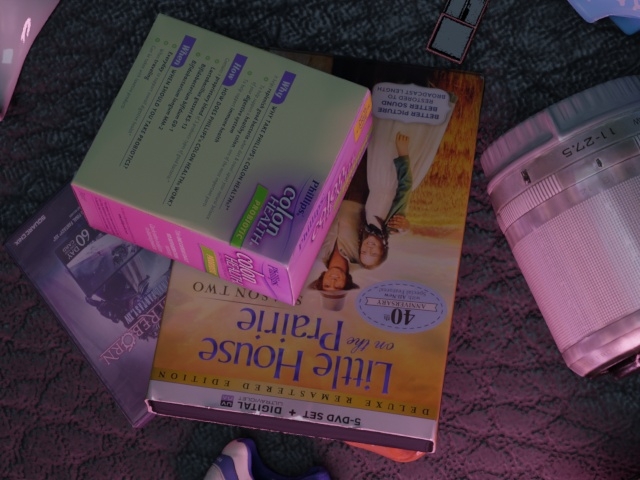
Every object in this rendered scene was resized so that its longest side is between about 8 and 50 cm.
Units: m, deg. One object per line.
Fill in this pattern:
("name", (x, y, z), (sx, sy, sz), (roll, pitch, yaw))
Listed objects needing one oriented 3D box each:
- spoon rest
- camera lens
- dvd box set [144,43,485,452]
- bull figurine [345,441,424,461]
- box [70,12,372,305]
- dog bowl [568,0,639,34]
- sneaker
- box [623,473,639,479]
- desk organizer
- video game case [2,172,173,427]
("spoon rest", (-0.352, -0.266, 1.973), (0.137, 0.084, 0.276), (12, 84, 3))
("camera lens", (0.313, -0.007, 1.838), (0.219, 0.219, 0.274), (-26, 79, 8))
("dvd box set", (0.000, 0.000, 1.874), (0.307, 0.062, 0.420), (8, 69, 5))
("bull figurine", (-0.010, 0.140, 1.956), (0.310, 0.101, 0.188), (19, 113, 0))
("box", (-0.097, -0.084, 1.816), (0.243, 0.117, 0.214), (20, 71, 11))
("dog bowl", (0.370, -0.238, 1.845), (0.297, 0.166, 0.074), (46, 128, -1))
("sneaker", (-0.001, 0.329, 1.977), (0.296, 0.112, 0.131), (27, 98, 1))
("box", (0.438, 0.331, 1.840), (0.322, 0.058, 0.232), (-23, 93, 7))
("desk organizer", (0.161, -0.260, 1.928), (0.047, 0.050, 0.130), (23, 98, 2))
("video game case", (-0.211, 0.041, 1.952), (0.196, 0.026, 0.274), (-42, 70, 10))
